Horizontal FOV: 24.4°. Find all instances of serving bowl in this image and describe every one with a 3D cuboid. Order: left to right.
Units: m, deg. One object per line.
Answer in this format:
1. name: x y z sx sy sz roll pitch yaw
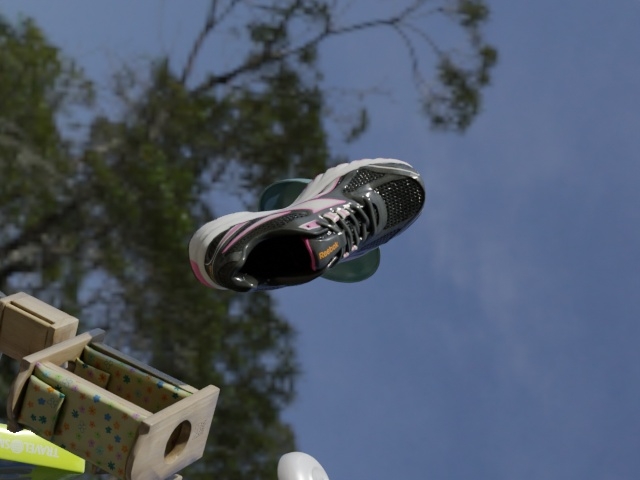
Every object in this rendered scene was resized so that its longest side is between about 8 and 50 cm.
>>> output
1. serving bowl: -0.010 0.257 1.542 0.027 0.083 0.083 -27 -120 21

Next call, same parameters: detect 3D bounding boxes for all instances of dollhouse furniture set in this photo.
1. dollhouse furniture set: -0.191 0.153 1.064 0.182 0.101 0.161 23 -70 21

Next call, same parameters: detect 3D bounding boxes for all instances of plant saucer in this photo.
1. plant saucer: 0.003 -0.013 1.273 0.119 0.119 0.021 -35 -163 54

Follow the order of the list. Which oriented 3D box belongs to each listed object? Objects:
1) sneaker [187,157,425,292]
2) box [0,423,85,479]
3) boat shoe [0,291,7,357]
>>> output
1. sneaker: 0.000 0.000 1.054 0.077 0.178 0.072 35 -32 66
2. box: -0.344 0.218 1.519 0.109 0.178 0.042 -30 -128 49
3. boat shoe: -0.350 0.152 1.374 0.079 0.084 0.233 4 -108 32
